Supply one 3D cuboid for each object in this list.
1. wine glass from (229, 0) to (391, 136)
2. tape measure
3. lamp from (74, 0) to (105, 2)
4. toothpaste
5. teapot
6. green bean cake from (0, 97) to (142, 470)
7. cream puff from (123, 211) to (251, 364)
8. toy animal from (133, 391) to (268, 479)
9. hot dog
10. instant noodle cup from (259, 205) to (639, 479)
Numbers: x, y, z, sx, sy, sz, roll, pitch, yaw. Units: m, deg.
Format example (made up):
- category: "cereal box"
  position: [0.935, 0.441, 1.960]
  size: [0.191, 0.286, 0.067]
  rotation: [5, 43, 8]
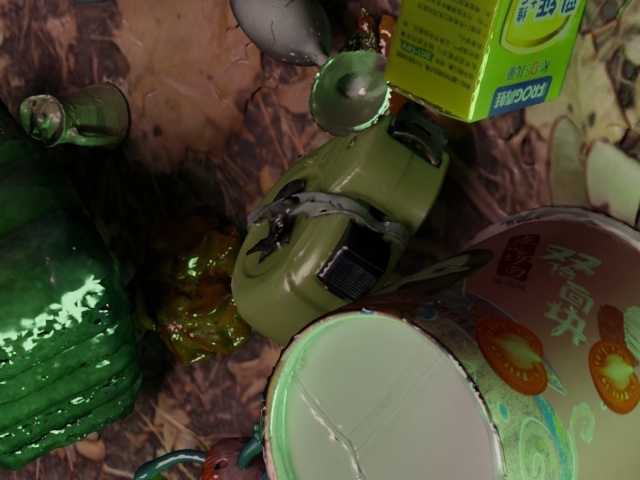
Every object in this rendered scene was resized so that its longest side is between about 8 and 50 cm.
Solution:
- category: "wine glass"
  position: [-0.013, -0.139, 1.314]
  size: [0.198, 0.066, 0.066]
  rotation: [-129, 46, -57]
- category: "tape measure"
  position: [0.000, 0.000, 1.306]
  size: [0.087, 0.154, 0.177]
  rotation: [31, 147, -20]
- category: "lamp"
  position: [-0.230, -0.290, 1.455]
  size: [0.284, 0.147, 0.209]
  rotation: [40, 125, 36]
- category: "toothpaste"
  position: [0.134, -0.240, 1.183]
  size: [0.077, 0.110, 0.327]
  rotation: [28, 117, 30]
- category: "teapot"
  position: [-0.200, -0.097, 1.520]
  size: [0.067, 0.083, 0.057]
  rotation: [39, 118, 30]
- category: "green bean cake"
  position: [-0.277, 0.004, 1.468]
  size: [0.308, 0.169, 0.300]
  rotation: [59, 168, 21]
- category: "cream puff"
  position: [-0.103, 0.039, 1.463]
  size: [0.116, 0.094, 0.122]
  rotation: [-37, 81, 42]
- category: "toy animal"
  position: [-0.094, 0.200, 1.480]
  size: [0.208, 0.100, 0.103]
  rotation: [-46, 75, 25]
- category: "hot dog"
  position: [0.039, -0.102, 1.343]
  size: [0.056, 0.041, 0.133]
  rotation: [4, 103, 39]
- category: "instant noodle cup"
  position: [0.105, 0.111, 1.213]
  size: [0.243, 0.231, 0.243]
  rotation: [10, 105, 38]
